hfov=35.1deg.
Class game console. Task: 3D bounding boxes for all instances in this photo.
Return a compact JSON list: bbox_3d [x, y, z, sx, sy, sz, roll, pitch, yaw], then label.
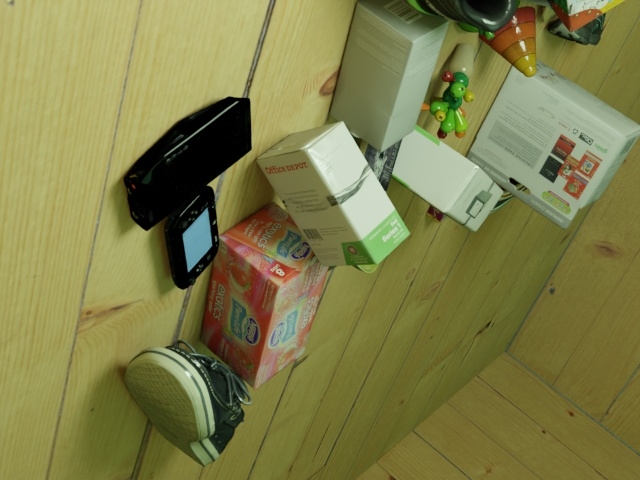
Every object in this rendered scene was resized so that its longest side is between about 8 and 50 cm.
[{"bbox_3d":[-0.186,-0.057,1.526,0.213,0.044,0.361,-41,157,-25],"label":"game console"}]

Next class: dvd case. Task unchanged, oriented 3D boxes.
[{"bbox_3d":[0.115,-0.186,1.869,0.164,0.018,0.221,13,93,-67],"label":"dvd case"}]

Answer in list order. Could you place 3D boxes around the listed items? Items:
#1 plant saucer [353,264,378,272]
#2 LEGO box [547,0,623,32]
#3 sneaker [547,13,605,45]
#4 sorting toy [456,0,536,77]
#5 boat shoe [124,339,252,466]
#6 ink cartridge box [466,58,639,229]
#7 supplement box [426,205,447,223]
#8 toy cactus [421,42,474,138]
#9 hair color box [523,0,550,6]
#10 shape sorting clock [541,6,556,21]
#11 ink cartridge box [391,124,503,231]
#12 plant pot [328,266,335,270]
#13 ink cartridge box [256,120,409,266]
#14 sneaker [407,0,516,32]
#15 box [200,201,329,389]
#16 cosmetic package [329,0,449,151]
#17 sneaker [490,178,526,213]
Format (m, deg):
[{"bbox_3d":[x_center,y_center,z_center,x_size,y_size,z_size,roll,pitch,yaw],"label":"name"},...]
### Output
[{"bbox_3d":[0.054,-0.056,1.853,0.037,0.240,0.241,-12,170,21],"label":"plant saucer"},{"bbox_3d":[0.522,-0.584,1.470,0.500,0.193,0.372,-31,156,6],"label":"LEGO box"},{"bbox_3d":[0.600,-0.514,2.348,0.267,0.101,0.106,-25,136,-63],"label":"sneaker"},{"bbox_3d":[0.345,-0.386,1.909,0.127,0.126,0.365,-27,168,22],"label":"sorting toy"},{"bbox_3d":[-0.224,0.272,1.805,0.156,0.187,0.500,-50,165,-19],"label":"boat shoe"},{"bbox_3d":[0.535,-0.224,2.356,0.130,0.309,0.271,-24,147,-50],"label":"ink cartridge box"},{"bbox_3d":[0.301,-0.091,2.463,0.055,0.043,0.083,-30,151,-43],"label":"supplement box"},{"bbox_3d":[0.254,-0.296,1.974,0.219,0.112,0.180,50,55,-74],"label":"toy cactus"},{"bbox_3d":[0.483,-0.540,1.892,0.374,0.114,0.185,-30,135,-60],"label":"hair color box"},{"bbox_3d":[0.549,-0.565,2.204,0.206,0.040,0.206,-43,168,-12],"label":"shape sorting clock"},{"bbox_3d":[0.240,-0.130,2.059,0.114,0.198,0.273,-55,159,5],"label":"ink cartridge box"},{"bbox_3d":[0.000,0.000,1.923,0.109,0.096,0.109,-28,148,-47],"label":"plant pot"},{"bbox_3d":[0.018,-0.071,1.617,0.092,0.219,0.160,-41,-160,-28],"label":"ink cartridge box"},{"bbox_3d":[0.214,-0.462,1.336,0.185,0.202,0.482,-47,157,-14],"label":"sneaker"},{"bbox_3d":[-0.100,0.104,1.808,0.142,0.154,0.300,-35,154,-37],"label":"box"},{"bbox_3d":[0.108,-0.278,1.655,0.107,0.127,0.238,-36,156,-34],"label":"cosmetic package"},{"bbox_3d":[0.524,-0.199,2.628,0.321,0.126,0.127,-42,163,-19],"label":"sneaker"}]
